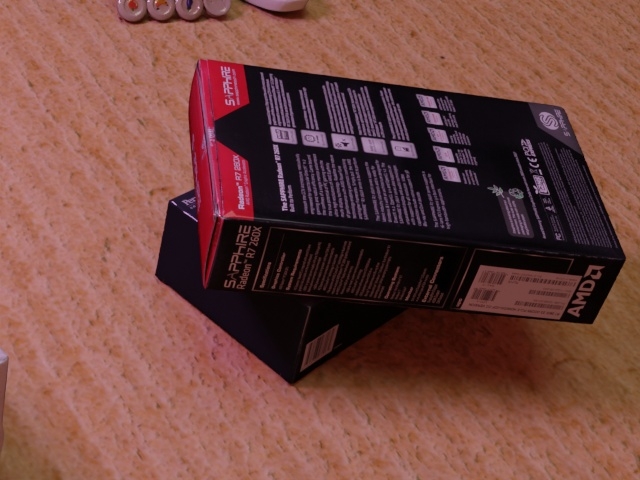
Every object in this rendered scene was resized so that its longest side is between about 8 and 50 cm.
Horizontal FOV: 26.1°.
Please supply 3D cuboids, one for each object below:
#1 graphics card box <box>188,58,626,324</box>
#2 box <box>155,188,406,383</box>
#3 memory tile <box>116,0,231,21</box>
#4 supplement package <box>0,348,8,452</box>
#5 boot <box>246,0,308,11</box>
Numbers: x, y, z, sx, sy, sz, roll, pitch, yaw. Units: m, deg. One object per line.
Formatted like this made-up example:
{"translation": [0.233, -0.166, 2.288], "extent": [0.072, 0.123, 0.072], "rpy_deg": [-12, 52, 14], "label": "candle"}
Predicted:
{"translation": [0.069, -0.046, 1.261], "extent": [0.371, 0.094, 0.233], "rpy_deg": [5, 40, -14], "label": "graphics card box"}
{"translation": [0.000, 0.000, 1.337], "extent": [0.184, 0.103, 0.261], "rpy_deg": [34, 41, 26], "label": "box"}
{"translation": [-0.183, -0.324, 1.686], "extent": [0.148, 0.113, 0.012], "rpy_deg": [-8, 3, -25], "label": "memory tile"}
{"translation": [-0.390, 0.093, 1.023], "extent": [0.293, 0.177, 0.175], "rpy_deg": [38, 43, 28], "label": "supplement package"}
{"translation": [-0.081, -0.417, 1.768], "extent": [0.088, 0.176, 0.244], "rpy_deg": [-13, 47, -34], "label": "boot"}
